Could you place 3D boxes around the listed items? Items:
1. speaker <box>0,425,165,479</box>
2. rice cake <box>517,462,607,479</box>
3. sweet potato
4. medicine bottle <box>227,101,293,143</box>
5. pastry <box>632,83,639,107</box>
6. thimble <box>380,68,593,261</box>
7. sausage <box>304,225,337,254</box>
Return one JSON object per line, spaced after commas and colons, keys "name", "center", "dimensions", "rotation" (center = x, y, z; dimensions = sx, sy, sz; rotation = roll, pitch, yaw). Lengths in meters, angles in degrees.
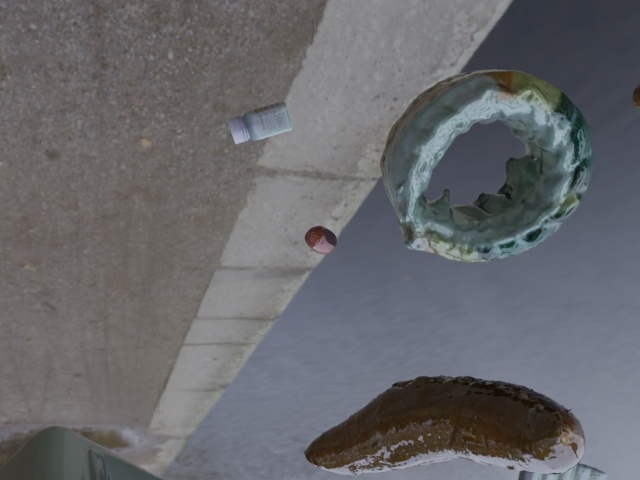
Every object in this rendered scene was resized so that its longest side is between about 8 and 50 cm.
{"name": "speaker", "center": [-0.300, 0.455, 0.889], "dimensions": [0.183, 0.184, 0.406], "rotation": [-45, 121, 0]}
{"name": "rice cake", "center": [0.415, 0.486, 1.069], "dimensions": [0.189, 0.198, 0.037], "rotation": [21, -178, -13]}
{"name": "sweet potato", "center": [0.115, 0.186, 0.610], "dimensions": [0.341, 0.092, 0.114], "rotation": [-24, -171, 46]}
{"name": "medicine bottle", "center": [-0.118, -0.229, 1.164], "dimensions": [0.118, 0.074, 0.055], "rotation": [-17, 112, -2]}
{"name": "pastry", "center": [0.809, -0.350, 1.438], "dimensions": [0.097, 0.109, 0.057], "rotation": [10, 118, 31]}
{"name": "thimble", "center": [0.222, -0.101, 0.845], "dimensions": [0.288, 0.167, 0.254], "rotation": [-40, 103, 13]}
{"name": "sausage", "center": [0.000, 0.000, 1.349], "dimensions": [0.054, 0.059, 0.094], "rotation": [-12, 161, 23]}
